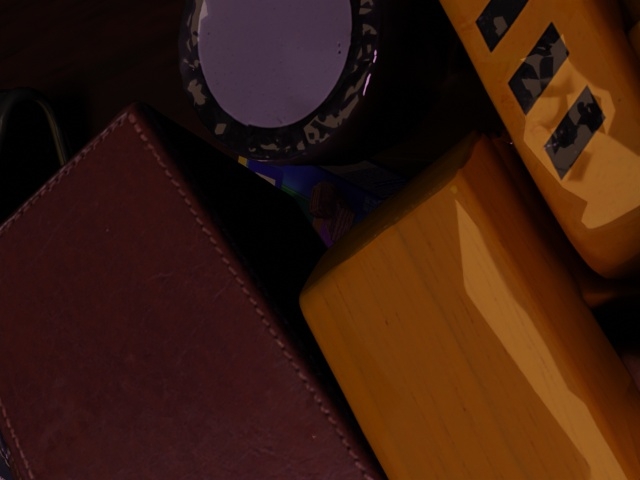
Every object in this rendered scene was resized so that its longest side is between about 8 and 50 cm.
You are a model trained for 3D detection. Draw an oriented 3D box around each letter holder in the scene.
[{"bbox_3d":[-0.050,0.133,0.664,0.214,0.152,0.302,-40,62,10],"label":"letter holder"}]

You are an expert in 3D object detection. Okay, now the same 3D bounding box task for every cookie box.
[{"bbox_3d":[0.000,0.000,0.797,0.107,0.040,0.092,28,117,42],"label":"cookie box"}]

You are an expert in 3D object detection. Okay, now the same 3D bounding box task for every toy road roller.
[{"bbox_3d":[0.125,-0.033,0.549,0.240,0.202,0.329,-37,69,32],"label":"toy road roller"}]

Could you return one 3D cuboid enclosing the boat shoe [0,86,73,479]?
[{"bbox_3d":[-0.182,0.031,0.965,0.079,0.095,0.254,-8,82,59],"label":"boat shoe"}]
